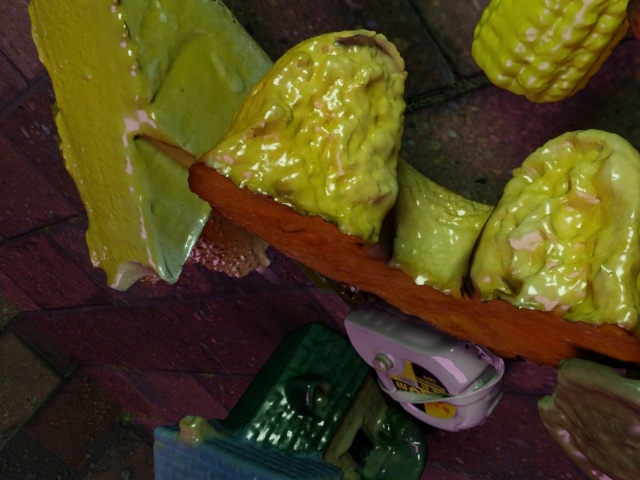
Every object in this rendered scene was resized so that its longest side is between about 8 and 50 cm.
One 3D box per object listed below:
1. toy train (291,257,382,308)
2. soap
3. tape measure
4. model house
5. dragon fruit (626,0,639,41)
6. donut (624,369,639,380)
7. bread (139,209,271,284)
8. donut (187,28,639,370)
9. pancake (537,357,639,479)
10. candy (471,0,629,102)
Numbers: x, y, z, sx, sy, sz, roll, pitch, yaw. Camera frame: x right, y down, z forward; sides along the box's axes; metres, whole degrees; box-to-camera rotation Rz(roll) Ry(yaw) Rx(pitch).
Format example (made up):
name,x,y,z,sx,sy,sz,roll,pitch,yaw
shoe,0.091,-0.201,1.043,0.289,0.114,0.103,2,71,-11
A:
name,x,y,z,sx,sy,sz,roll,pitch,yaw
toy train,0.000,0.000,1.007,0.225,0.090,0.137,51,153,-22
soap,-0.228,-0.155,0.752,0.169,0.304,0.339,1,149,41
tape measure,0.159,0.180,1.046,0.236,0.120,0.197,17,138,38
model house,-0.041,0.359,1.234,0.335,0.382,0.342,9,141,37
dragon fruit,0.380,-0.084,0.434,0.344,0.100,0.282,-6,157,31
donut,0.485,0.183,0.656,0.449,0.198,0.448,28,147,20
bread,-0.226,-0.041,1.094,0.314,0.171,0.192,10,143,36
donut,0.110,-0.023,0.712,0.435,0.163,0.377,23,168,5
pancake,0.287,0.193,0.662,0.222,0.042,0.236,45,159,7
candy,0.194,-0.194,0.544,0.106,0.094,0.199,67,153,24
